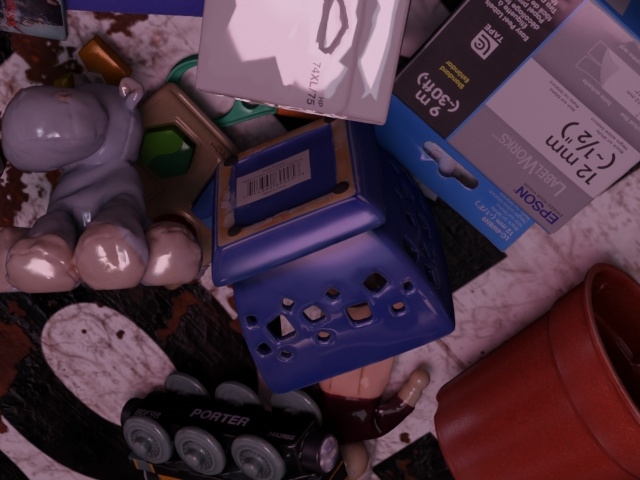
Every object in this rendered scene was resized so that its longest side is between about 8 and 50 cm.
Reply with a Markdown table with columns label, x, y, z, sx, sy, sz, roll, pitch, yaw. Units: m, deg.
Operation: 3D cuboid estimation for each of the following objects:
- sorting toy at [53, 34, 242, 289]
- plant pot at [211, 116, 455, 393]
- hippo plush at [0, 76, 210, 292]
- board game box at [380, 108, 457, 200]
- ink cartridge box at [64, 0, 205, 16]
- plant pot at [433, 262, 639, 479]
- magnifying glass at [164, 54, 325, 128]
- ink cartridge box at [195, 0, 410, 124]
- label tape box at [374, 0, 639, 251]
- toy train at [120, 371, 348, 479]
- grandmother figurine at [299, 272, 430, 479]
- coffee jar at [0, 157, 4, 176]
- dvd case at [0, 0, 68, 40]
| label | x | y | z | sx | sy | sz | roll | pitch | yaw |
| --- | --- | --- | --- | --- | --- | --- | --- | --- | --- |
| sorting toy | -0.220 | -0.090 | 1.470 | 0.229 | 0.041 | 0.307 | -35 | 110 | 27 |
| plant pot | 0.000 | 0.000 | 1.357 | 0.236 | 0.236 | 0.212 | -21 | 128 | 14 |
| hippo plush | -0.236 | -0.066 | 1.341 | 0.234 | 0.294 | 0.237 | -3 | 90 | 38 |
| board game box | 0.121 | -0.106 | 1.450 | 0.090 | 0.020 | 0.090 | 26 | 117 | -6 |
| ink cartridge box | -0.247 | -0.394 | 1.320 | 0.303 | 0.072 | 0.307 | 3 | 116 | 5 |
| plant pot | 0.301 | 0.210 | 1.470 | 0.265 | 0.272 | 0.272 | -35 | 109 | 29 |
| magnifying glass | -0.075 | -0.169 | 1.438 | 0.231 | 0.026 | 0.092 | 8 | 118 | 2 |
| ink cartridge box | -0.002 | -0.272 | 1.239 | 0.197 | 0.270 | 0.198 | 11 | 117 | 1 |
| label tape box | 0.214 | -0.142 | 1.307 | 0.249 | 0.115 | 0.348 | 41 | 124 | -5 |
| toy train | -0.116 | 0.290 | 1.575 | 0.334 | 0.142 | 0.190 | 4 | 123 | 31 |
| grandmother figurine | 0.036 | 0.195 | 1.572 | 0.207 | 0.104 | 0.342 | 11 | 116 | 13 |
| coffee jar | -0.461 | -0.151 | 1.461 | 0.096 | 0.079 | 0.184 | -8 | 115 | 10 |
| dvd case | -0.360 | -0.277 | 1.401 | 0.119 | 0.013 | 0.087 | 11 | 145 | 1 |
